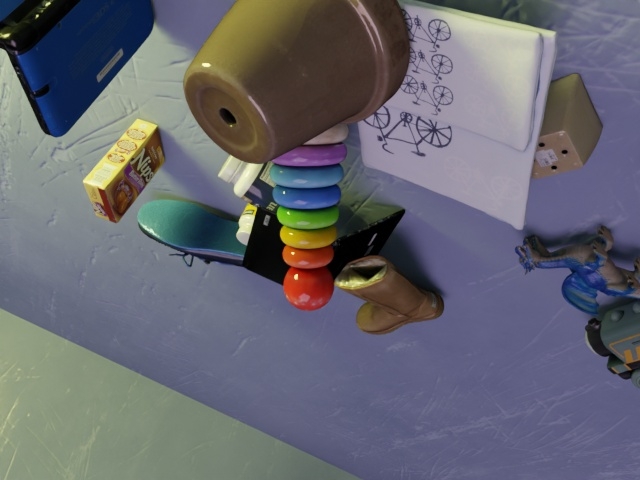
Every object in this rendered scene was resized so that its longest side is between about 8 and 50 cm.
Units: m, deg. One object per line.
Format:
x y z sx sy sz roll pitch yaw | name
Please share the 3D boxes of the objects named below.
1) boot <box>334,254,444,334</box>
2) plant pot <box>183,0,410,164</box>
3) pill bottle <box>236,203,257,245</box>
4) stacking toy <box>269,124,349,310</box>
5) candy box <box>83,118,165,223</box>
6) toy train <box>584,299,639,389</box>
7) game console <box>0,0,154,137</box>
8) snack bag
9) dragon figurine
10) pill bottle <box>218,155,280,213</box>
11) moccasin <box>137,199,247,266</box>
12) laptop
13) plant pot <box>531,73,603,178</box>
0.115 0.120 1.263 0.236 0.089 0.269 -22 148 30 | boot
-0.048 -0.224 0.765 0.263 0.229 0.263 29 150 19 | plant pot
-0.130 -0.046 1.205 0.065 0.116 0.065 14 145 10 | pill bottle
-0.024 -0.037 0.982 0.141 0.141 0.330 6 105 21 | stacking toy
-0.384 -0.140 1.154 0.053 0.186 0.109 20 146 8 | candy box
0.659 0.170 1.072 0.190 0.142 0.334 39 145 -4 | toy train
-0.386 -0.337 0.794 0.173 0.293 0.250 18 146 8 | game console
0.161 -0.182 0.845 0.323 0.037 0.342 26 150 29 | snack bag
0.489 0.072 1.032 0.289 0.085 0.144 39 142 0 | dragon figurine
-0.109 -0.108 1.130 0.169 0.094 0.094 32 144 -14 | pill bottle
-0.258 0.012 1.339 0.342 0.137 0.117 20 150 4 | moccasin
0.000 0.000 1.181 0.136 0.264 0.234 56 151 19 | laptop
0.331 -0.153 0.832 0.109 0.096 0.109 -13 133 39 | plant pot
